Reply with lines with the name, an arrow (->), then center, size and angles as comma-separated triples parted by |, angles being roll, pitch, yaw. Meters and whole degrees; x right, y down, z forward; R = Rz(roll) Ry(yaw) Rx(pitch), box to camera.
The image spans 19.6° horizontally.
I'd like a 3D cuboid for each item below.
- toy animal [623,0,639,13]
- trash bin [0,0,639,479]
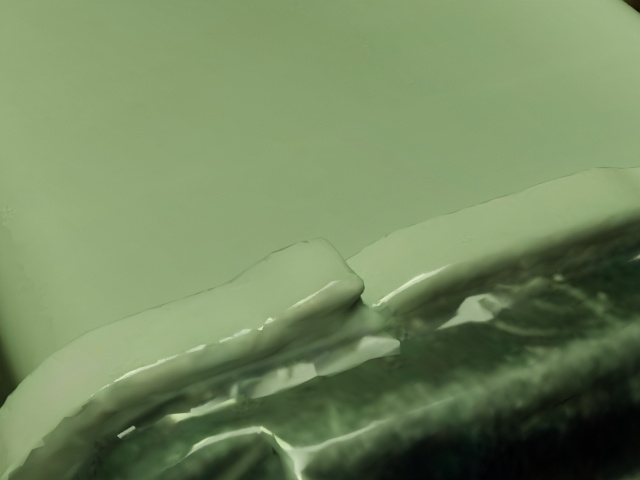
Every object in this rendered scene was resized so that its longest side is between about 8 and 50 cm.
toy animal -> 0.223, -0.125, 0.728 | 0.345, 0.277, 0.247 | 16, 21, -4
trash bin -> 0.000, 0.000, 0.573 | 0.296, 0.255, 0.367 | -19, 46, -20
